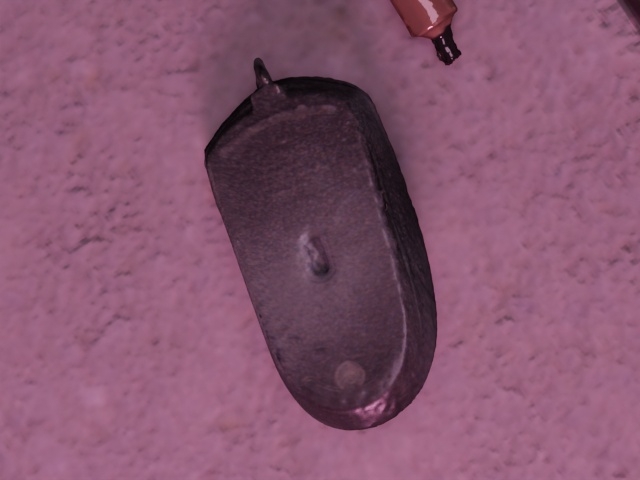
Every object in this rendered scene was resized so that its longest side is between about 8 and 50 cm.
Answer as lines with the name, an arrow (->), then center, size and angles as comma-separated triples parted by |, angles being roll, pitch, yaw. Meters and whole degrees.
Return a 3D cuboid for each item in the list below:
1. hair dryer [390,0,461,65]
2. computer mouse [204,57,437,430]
hair dryer -> 0.039, -0.187, 1.148 | 0.117, 0.064, 0.182 | -31, 94, -2
computer mouse -> 0.002, 0.002, 1.131 | 0.113, 0.068, 0.229 | -20, 76, 13
